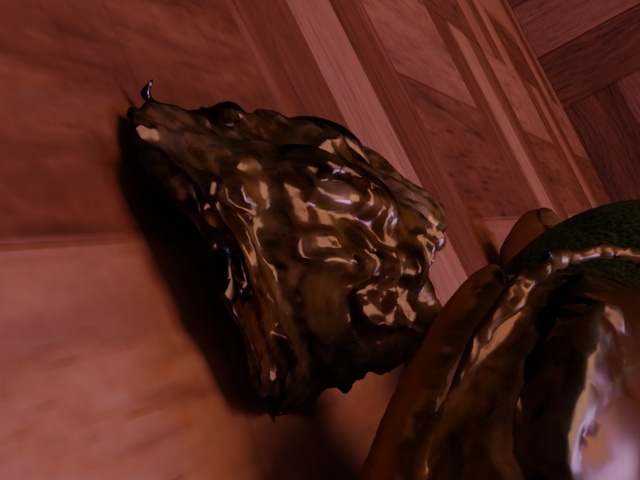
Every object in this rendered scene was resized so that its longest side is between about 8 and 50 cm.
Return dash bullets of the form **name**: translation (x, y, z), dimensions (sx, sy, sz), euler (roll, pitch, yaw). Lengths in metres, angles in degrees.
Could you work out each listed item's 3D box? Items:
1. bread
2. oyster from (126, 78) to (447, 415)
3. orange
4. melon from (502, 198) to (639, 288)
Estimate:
- **bread**: translation (0.159, 0.036, 0.847), dimensions (0.115, 0.056, 0.082), euler (51, 17, -15)
- **oyster**: translation (0.002, -0.002, 0.412), dimensions (0.105, 0.056, 0.177), euler (59, 18, 19)
- **orange**: translation (0.069, 0.086, 0.353), dimensions (0.170, 0.112, 0.160), euler (-41, 101, -32)
- **melon**: translation (0.163, 0.109, 0.474), dimensions (0.288, 0.182, 0.182), euler (56, 10, 30)
